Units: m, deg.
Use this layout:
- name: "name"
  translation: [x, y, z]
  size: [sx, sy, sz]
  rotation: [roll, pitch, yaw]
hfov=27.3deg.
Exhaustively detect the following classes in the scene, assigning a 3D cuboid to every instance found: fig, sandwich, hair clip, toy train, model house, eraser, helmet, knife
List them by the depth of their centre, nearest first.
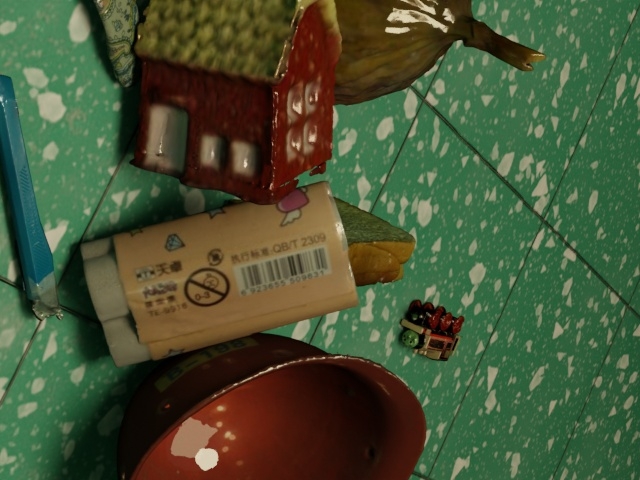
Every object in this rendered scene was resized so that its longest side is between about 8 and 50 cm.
- name: "hair clip"
  translation: [-0.227, -0.255, 1.394]
  size: [0.066, 0.036, 0.229]
  rotation: [-55, 142, -30]
- name: "knife"
  translation: [-0.313, -0.037, 1.398]
  size: [0.044, 0.026, 0.296]
  rotation: [-33, 128, -44]
- name: "model house"
  translation: [-0.090, -0.194, 1.455]
  size: [0.160, 0.196, 0.254]
  rotation: [-28, 130, -57]
- name: "eraser"
  translation: [-0.111, 0.045, 1.508]
  size: [0.290, 0.087, 0.171]
  rotation: [-15, 124, -3]
- name: "fig"
  translation: [0.110, -0.278, 1.557]
  size: [0.286, 0.369, 0.286]
  rotation: [-44, 145, -41]
- name: "helmet"
  translation: [-0.094, 0.238, 1.614]
  size: [0.385, 0.230, 0.337]
  rotation: [-28, 126, -14]
- name: "sandwich"
  translation: [0.000, 0.000, 1.692]
  size: [0.215, 0.186, 0.065]
  rotation: [-4, 114, -49]
- name: "toy train"
  translation: [0.175, 0.145, 2.100]
  size: [0.138, 0.050, 0.087]
  rotation: [17, 96, -54]
